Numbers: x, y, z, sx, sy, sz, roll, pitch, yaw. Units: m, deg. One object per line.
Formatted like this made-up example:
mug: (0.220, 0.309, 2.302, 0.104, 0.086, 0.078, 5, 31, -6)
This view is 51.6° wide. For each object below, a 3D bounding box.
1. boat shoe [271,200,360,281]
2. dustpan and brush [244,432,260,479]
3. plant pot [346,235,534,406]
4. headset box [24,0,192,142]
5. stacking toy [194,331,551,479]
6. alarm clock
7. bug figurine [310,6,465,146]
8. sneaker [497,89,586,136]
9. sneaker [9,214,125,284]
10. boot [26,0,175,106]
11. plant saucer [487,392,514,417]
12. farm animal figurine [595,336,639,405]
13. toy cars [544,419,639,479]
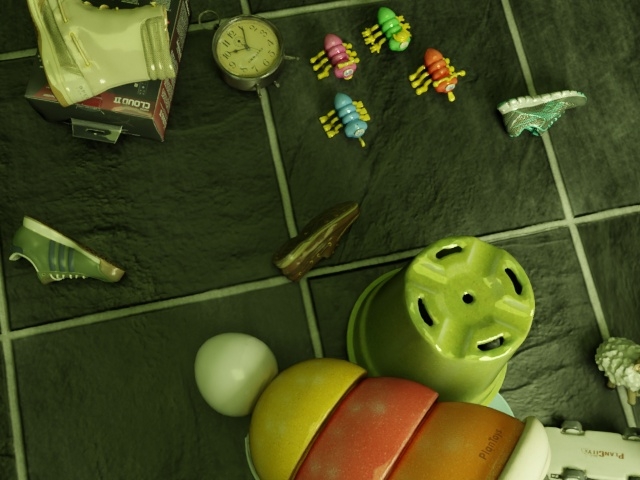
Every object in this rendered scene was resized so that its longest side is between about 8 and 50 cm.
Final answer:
boat shoe: (0.000, 0.000, 1.137, 0.178, 0.064, 0.060, -40, 114, -10)
dustpan and brush: (-0.032, 0.367, 1.008, 0.147, 0.211, 0.060, -12, 115, -7)
plant pot: (0.190, 0.122, 0.995, 0.276, 0.254, 0.276, 2, 66, -5)
headset box: (-0.363, -0.314, 1.149, 0.218, 0.110, 0.293, 9, 77, -2)
stacking toy: (0.027, 0.274, 0.906, 0.479, 0.351, 0.351, 33, 77, 19)
alarm clock: (-0.144, -0.349, 1.197, 0.192, 0.064, 0.129, 42, 78, 3)
bug figurine: (0.110, -0.307, 1.201, 0.279, 0.072, 0.216, -28, 81, -9)
sneaker: (0.409, -0.231, 1.220, 0.166, 0.065, 0.076, -10, 95, -3)
sneaker: (-0.426, 0.039, 1.096, 0.192, 0.064, 0.086, 29, 85, 3)
boot: (-0.349, -0.359, 1.053, 0.203, 0.095, 0.262, -15, 81, -6)
plant saucer: (0.223, 0.315, 1.075, 0.194, 0.037, 0.195, 3, 62, -5)
farm animal figurine: (0.641, 0.209, 0.998, 0.330, 0.327, 0.172, -12, 119, -6)
toy cars: (0.366, 0.410, 1.050, 0.393, 0.087, 0.176, -28, 44, -11)
